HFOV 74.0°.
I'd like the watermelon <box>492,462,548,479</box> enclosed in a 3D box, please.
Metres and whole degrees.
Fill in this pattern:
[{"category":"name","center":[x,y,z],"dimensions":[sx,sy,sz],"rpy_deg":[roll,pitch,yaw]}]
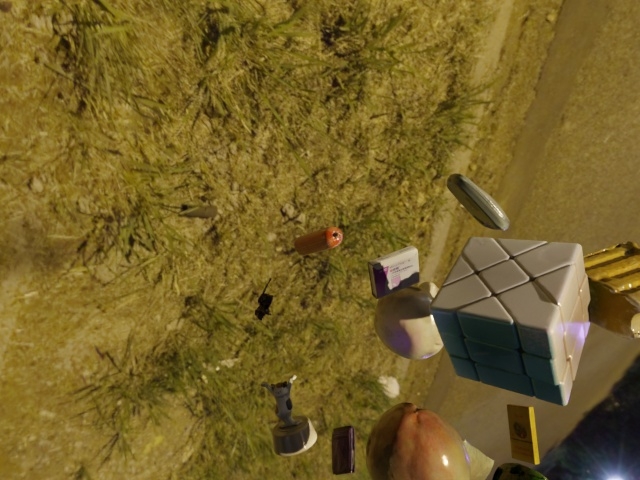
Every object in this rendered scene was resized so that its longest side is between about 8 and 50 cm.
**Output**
[{"category":"watermelon","center":[0.704,0.906,1.558],"dimensions":[0.123,0.129,0.301],"rpy_deg":[-59,171,-46]}]

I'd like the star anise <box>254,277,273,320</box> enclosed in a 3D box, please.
[{"category":"star anise","center":[-0.248,0.265,1.920],"dimensions":[0.070,0.097,0.191],"rpy_deg":[25,75,-22]}]

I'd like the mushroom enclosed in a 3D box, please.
[{"category":"mushroom","center":[0.386,0.341,1.894],"dimensions":[0.324,0.354,0.353],"rpy_deg":[-21,146,19]}]

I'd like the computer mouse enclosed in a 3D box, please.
[{"category":"computer mouse","center":[0.675,-0.166,1.810],"dimensions":[0.095,0.197,0.331],"rpy_deg":[-45,97,-3]}]

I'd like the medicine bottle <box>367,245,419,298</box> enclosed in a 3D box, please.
[{"category":"medicine bottle","center":[0.288,0.122,1.671],"dimensions":[0.200,0.052,0.171],"rpy_deg":[-19,122,-13]}]

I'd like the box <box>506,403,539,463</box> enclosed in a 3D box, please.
[{"category":"box","center":[0.606,0.577,1.275],"dimensions":[0.023,0.155,0.087],"rpy_deg":[6,164,-20]}]

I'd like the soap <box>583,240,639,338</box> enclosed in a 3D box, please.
[{"category":"soap","center":[0.951,0.140,1.312],"dimensions":[0.334,0.293,0.156],"rpy_deg":[-14,116,-19]}]

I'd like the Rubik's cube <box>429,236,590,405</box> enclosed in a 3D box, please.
[{"category":"Rubik's cube","center":[0.547,0.210,1.207],"dimensions":[0.319,0.321,0.316],"rpy_deg":[-49,128,-32]}]

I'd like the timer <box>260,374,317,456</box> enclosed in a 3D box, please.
[{"category":"timer","center":[-0.132,0.661,1.642],"dimensions":[0.175,0.266,0.175],"rpy_deg":[-16,-178,1]}]

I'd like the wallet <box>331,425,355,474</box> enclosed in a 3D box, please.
[{"category":"wallet","center":[0.085,0.811,1.644],"dimensions":[0.111,0.166,0.030],"rpy_deg":[-28,135,35]}]

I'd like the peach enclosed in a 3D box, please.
[{"category":"peach","center":[0.266,0.602,1.187],"dimensions":[0.247,0.292,0.293],"rpy_deg":[-39,150,-41]}]

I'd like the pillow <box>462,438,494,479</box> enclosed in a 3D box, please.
[{"category":"pillow","center":[0.616,0.956,1.791],"dimensions":[0.185,0.075,0.302],"rpy_deg":[-50,121,-3]}]

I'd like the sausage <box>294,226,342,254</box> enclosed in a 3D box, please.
[{"category":"sausage","center":[0.000,0.000,1.788],"dimensions":[0.092,0.093,0.312],"rpy_deg":[-8,175,-32]}]
